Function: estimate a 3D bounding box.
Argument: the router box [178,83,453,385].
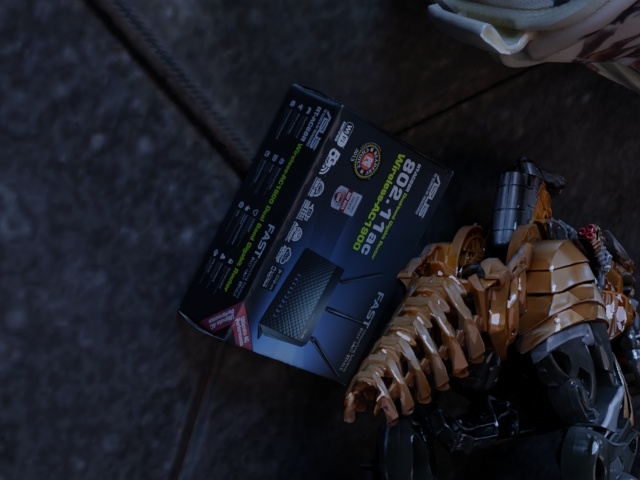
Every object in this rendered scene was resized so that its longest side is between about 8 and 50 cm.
[{"bbox_3d":[0.000,0.000,0.644,0.092,0.038,0.122,25,93,-47],"label":"router box"}]

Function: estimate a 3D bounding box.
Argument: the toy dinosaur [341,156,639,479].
[{"bbox_3d":[0.084,0.067,0.665,0.322,0.164,0.219,1,88,-42],"label":"toy dinosaur"}]

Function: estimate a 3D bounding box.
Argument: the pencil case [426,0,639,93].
[{"bbox_3d":[0.215,-0.125,0.692,0.410,0.160,0.184,13,91,-46],"label":"pencil case"}]

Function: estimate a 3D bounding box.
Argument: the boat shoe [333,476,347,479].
[{"bbox_3d":[-0.023,0.172,0.712,0.125,0.038,0.046,-36,162,-19],"label":"boat shoe"}]

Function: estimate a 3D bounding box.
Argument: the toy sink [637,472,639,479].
[{"bbox_3d":[0.230,0.206,0.719,0.131,0.153,0.234,21,100,-13],"label":"toy sink"}]
